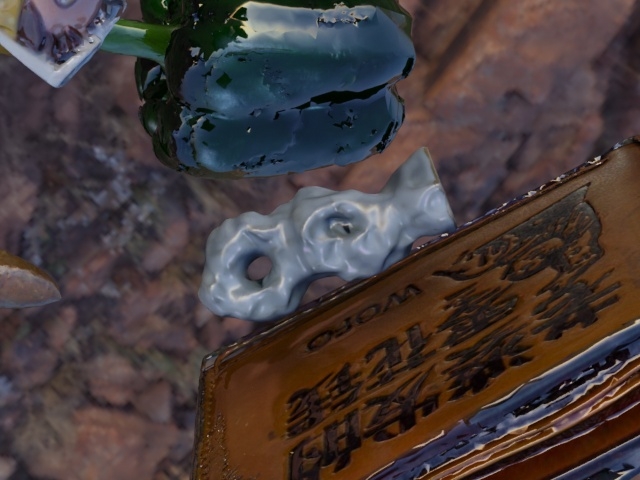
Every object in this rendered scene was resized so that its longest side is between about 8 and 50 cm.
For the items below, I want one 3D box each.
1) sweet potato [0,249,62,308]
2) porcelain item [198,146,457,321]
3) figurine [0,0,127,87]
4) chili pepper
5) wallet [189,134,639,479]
[{"bbox_3d":[-0.421,0.022,1.338,0.341,0.092,0.114,20,149,-32],"label":"sweet potato"},{"bbox_3d":[0.000,0.000,0.428,0.083,0.036,0.028,-25,-174,9],"label":"porcelain item"},{"bbox_3d":[-0.106,-0.179,0.615,0.240,0.115,0.175,-47,-165,38],"label":"figurine"},{"bbox_3d":[-0.069,-0.126,0.906,0.260,0.174,0.165,0,132,-11],"label":"chili pepper"},{"bbox_3d":[0.043,0.037,0.439,0.195,0.161,0.042,-31,110,8],"label":"wallet"}]
